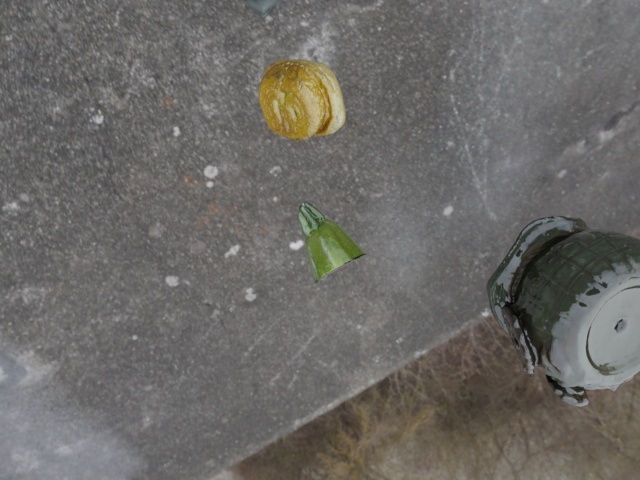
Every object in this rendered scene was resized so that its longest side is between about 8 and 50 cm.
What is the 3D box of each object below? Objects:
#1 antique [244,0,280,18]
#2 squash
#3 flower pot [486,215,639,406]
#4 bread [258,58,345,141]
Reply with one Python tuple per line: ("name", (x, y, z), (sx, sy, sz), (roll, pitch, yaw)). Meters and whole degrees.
("antique", (-0.087, -0.427, 0.903), (0.088, 0.183, 0.086), (44, 86, -6))
("squash", (0.004, -0.006, 1.040), (0.105, 0.132, 0.105), (-30, 175, -3))
("flower pot", (0.448, 0.120, 1.031), (0.301, 0.213, 0.302), (-7, 114, -17))
("bread", (-0.052, -0.350, 1.469), (0.120, 0.236, 0.198), (-44, 133, -37))
